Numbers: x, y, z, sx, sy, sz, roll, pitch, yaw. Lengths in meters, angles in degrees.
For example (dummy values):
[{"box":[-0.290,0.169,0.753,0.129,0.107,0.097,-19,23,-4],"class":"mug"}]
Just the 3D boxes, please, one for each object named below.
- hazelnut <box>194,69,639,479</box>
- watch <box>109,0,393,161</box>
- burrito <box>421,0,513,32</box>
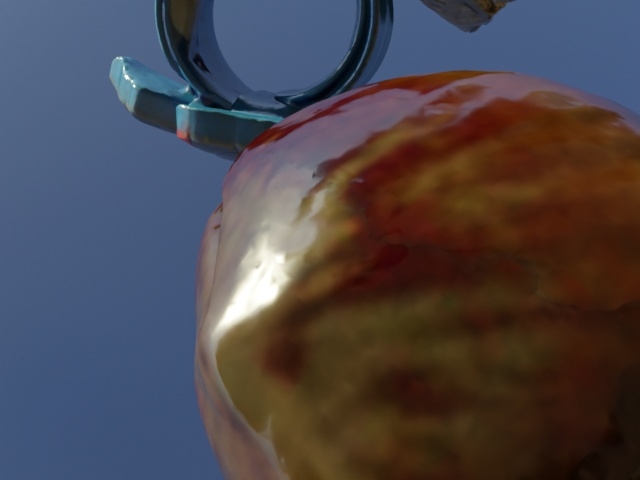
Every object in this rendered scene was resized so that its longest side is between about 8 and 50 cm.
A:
[{"box":[0.121,0.073,0.529,0.402,0.402,0.429,-1,-130,-21],"class":"hazelnut"},{"box":[-0.079,-0.235,0.855,0.305,0.241,0.275,13,-72,8],"class":"watch"},{"box":[0.118,-0.392,0.934,0.347,0.175,0.107,39,-133,-25],"class":"burrito"}]
